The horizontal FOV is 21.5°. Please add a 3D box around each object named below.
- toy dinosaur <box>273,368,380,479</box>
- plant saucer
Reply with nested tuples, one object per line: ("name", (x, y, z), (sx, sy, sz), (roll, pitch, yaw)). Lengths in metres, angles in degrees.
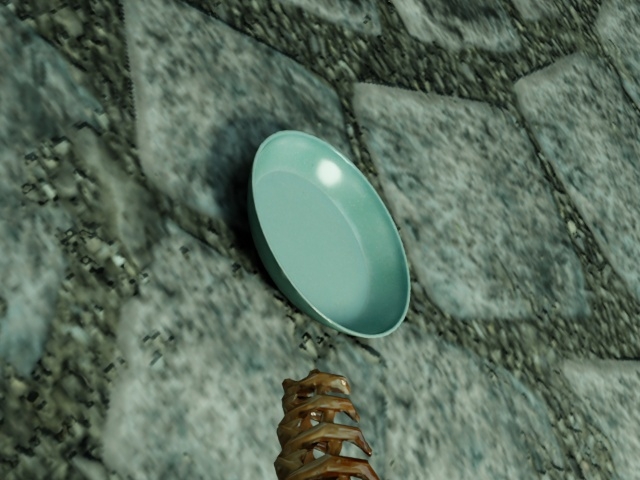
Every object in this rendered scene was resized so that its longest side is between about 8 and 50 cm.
("toy dinosaur", (0.069, 0.172, 0.492), (0.218, 0.164, 0.322), (0, 69, -35))
("plant saucer", (0.000, 0.000, 0.873), (0.119, 0.021, 0.119), (33, 40, -34))
